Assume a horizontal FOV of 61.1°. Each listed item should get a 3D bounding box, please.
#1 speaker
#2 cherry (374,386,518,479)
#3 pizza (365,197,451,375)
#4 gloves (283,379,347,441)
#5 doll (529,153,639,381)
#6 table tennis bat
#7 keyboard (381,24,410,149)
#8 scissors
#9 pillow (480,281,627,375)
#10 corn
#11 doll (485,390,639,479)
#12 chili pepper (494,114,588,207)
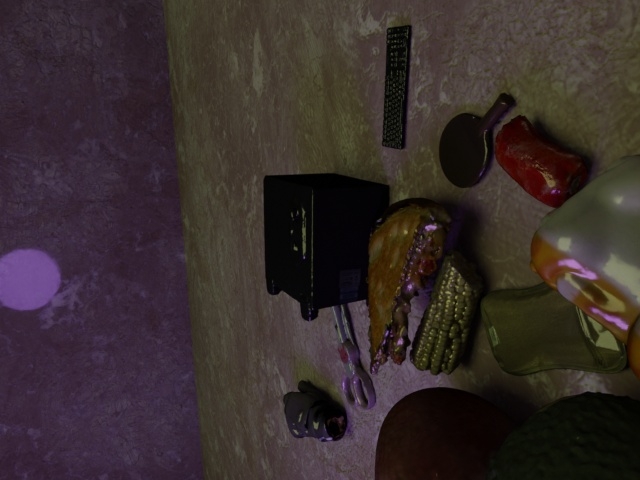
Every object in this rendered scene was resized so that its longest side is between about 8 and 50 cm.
[{"bbox_3d":[0.000,0.000,1.095,0.232,0.184,0.254,25,117,59],"label":"speaker"},{"bbox_3d":[0.180,0.325,0.737,0.221,0.307,0.261,-33,54,16],"label":"cherry"},{"bbox_3d":[0.139,0.049,0.856,0.251,0.074,0.288,115,160,-59],"label":"pizza"},{"bbox_3d":[-0.027,0.433,1.375,0.285,0.119,0.142,-26,42,66],"label":"gloves"},{"bbox_3d":[0.319,0.045,0.497,0.166,0.162,0.270,-42,45,16],"label":"doll"},{"bbox_3d":[0.178,-0.141,0.769,0.107,0.119,0.170,69,153,24],"label":"table tennis bat"},{"bbox_3d":[0.130,-0.265,0.947,0.061,0.013,0.204,29,122,58],"label":"keyboard"},{"bbox_3d":[0.062,0.253,1.208,0.118,0.030,0.242,-24,80,63],"label":"scissors"},{"bbox_3d":[0.291,0.115,0.708,0.217,0.033,0.130,-36,67,61],"label":"pillow"},{"bbox_3d":[0.202,0.117,0.843,0.087,0.087,0.211,50,134,47],"label":"corn"},{"bbox_3d":[0.293,0.304,0.473,0.349,0.247,0.247,-117,28,-65],"label":"doll"},{"bbox_3d":[0.267,-0.095,0.664,0.073,0.070,0.123,-61,39,26],"label":"chili pepper"}]
